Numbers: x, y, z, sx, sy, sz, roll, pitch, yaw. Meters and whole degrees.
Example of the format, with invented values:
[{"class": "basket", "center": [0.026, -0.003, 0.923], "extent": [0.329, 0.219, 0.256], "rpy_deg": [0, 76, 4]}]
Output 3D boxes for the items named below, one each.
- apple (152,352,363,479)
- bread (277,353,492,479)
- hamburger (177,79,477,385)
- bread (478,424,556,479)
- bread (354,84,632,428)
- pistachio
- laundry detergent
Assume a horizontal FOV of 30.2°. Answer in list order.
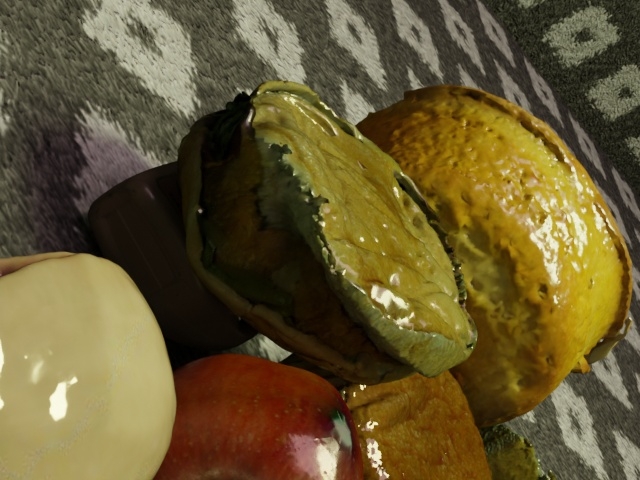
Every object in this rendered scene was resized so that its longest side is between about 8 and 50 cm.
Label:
[{"class": "apple", "center": [-0.057, 0.163, 0.837], "extent": [0.199, 0.199, 0.199], "rpy_deg": [46, 26, -31]}, {"class": "bread", "center": [0.047, 0.194, 1.056], "extent": [0.253, 0.142, 0.228], "rpy_deg": [-1, 70, -67]}, {"class": "hamburger", "center": [-0.001, -0.001, 0.977], "extent": [0.265, 0.134, 0.285], "rpy_deg": [42, 24, -28]}, {"class": "bread", "center": [0.168, 0.252, 1.258], "extent": [0.103, 0.110, 0.156], "rpy_deg": [59, -16, -8]}, {"class": "bread", "center": [0.130, 0.035, 1.226], "extent": [0.358, 0.336, 0.204], "rpy_deg": [52, 47, -10]}, {"class": "pistachio", "center": [-0.190, 0.083, 0.627], "extent": [0.188, 0.187, 0.299], "rpy_deg": [65, 19, 12]}, {"class": "laundry detergent", "center": [-0.098, 0.009, 1.060], "extent": [0.171, 0.076, 0.237], "rpy_deg": [61, 20, 1]}]
